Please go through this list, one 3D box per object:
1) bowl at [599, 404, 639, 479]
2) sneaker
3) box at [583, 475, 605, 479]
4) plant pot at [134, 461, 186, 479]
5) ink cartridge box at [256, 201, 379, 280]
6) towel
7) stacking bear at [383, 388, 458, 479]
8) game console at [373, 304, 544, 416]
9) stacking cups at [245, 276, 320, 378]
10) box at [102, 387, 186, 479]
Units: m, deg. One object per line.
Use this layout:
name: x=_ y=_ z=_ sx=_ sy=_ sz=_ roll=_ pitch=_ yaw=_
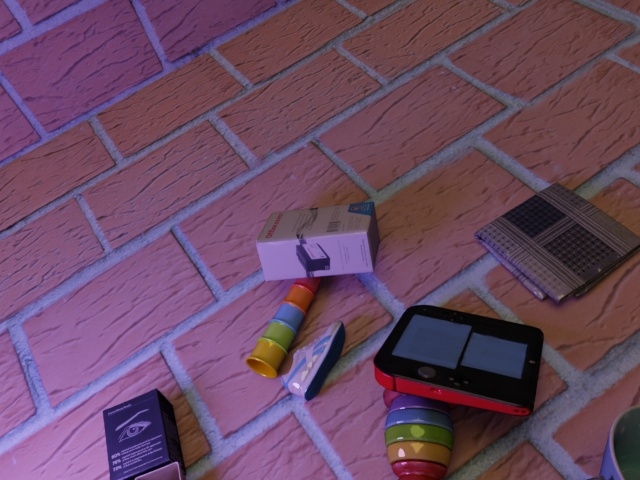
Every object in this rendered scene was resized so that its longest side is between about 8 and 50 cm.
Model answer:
bowl: x=0.659 y=0.485 z=1.207 sx=0.312 sy=0.163 sz=0.311 roll=10 pitch=39 yaw=-8
sneaker: x=-0.013 y=0.294 z=1.643 sx=0.092 sy=0.087 sz=0.228 roll=18 pitch=57 yaw=30
box: x=0.523 y=0.565 z=1.177 sx=0.056 sy=0.231 sz=0.183 roll=-16 pitch=50 yaw=0
plant pot: x=-0.357 y=0.601 z=1.488 sx=0.109 sy=0.096 sz=0.109 roll=-21 pitch=49 yaw=-2
ink cartridge box: x=0.000 y=0.000 z=1.796 sx=0.308 sy=0.129 sz=0.223 roll=-5 pitch=24 yaw=12
towel: x=0.638 y=0.005 z=1.721 sx=0.312 sy=0.056 sz=0.324 roll=-30 pitch=48 yaw=-13
stacking bear: x=0.216 y=0.467 z=1.401 sx=0.176 sy=0.164 sz=0.289 roll=-3 pitch=56 yaw=14
game console: x=0.325 y=0.256 z=1.466 sx=0.342 sy=0.060 sz=0.386 roll=6 pitch=19 yaw=21
stacking cups: x=-0.089 y=0.220 z=1.735 sx=0.096 sy=0.096 sz=0.316 roll=12 pitch=51 yaw=24
box: x=-0.439 y=0.499 z=1.585 sx=0.153 sy=0.108 sz=0.207 roll=-22 pitch=49 yaw=-1
